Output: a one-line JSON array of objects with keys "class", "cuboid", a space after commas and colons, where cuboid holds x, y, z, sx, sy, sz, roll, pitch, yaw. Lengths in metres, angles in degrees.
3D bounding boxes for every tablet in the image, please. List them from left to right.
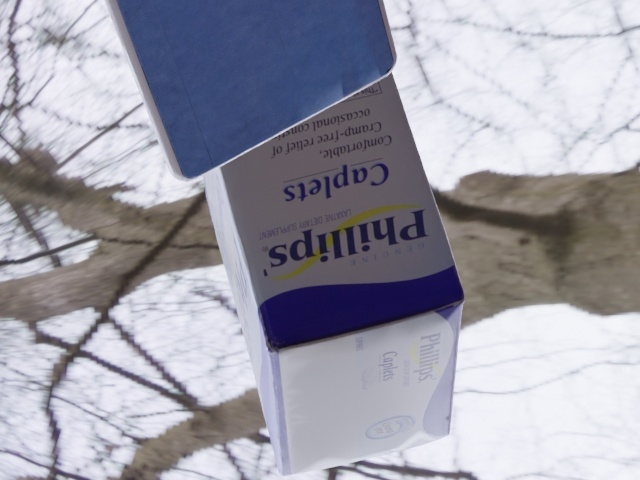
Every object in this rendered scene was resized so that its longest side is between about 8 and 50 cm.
[{"class": "tablet", "cuboid": [-0.016, -0.052, 0.374, 0.054, 0.006, 0.083, -29, -44, -11]}]

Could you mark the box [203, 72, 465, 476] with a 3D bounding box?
[{"class": "box", "cuboid": [0.000, 0.000, 0.736, 0.072, 0.126, 0.137, -14, -117, -6]}]
